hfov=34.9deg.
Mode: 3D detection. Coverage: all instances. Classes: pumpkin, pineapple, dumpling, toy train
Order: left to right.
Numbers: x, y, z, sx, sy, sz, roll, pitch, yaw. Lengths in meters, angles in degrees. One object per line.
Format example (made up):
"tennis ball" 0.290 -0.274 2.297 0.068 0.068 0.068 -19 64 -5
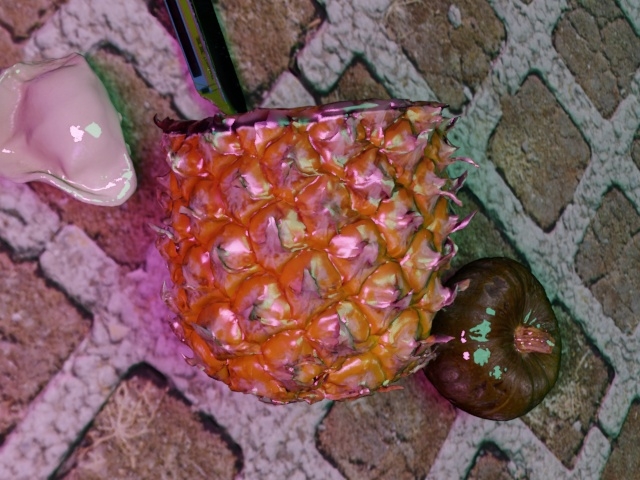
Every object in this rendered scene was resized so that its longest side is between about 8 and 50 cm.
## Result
"dumpling" -0.265 -0.103 1.018 0.134 0.100 0.169 -21 97 -23
"toy train" -0.140 -0.232 1.161 0.044 0.042 0.209 -34 108 -57
"pineapple" -0.002 0.000 1.061 0.352 0.352 0.300 -15 104 -38
"pumpkin" 0.235 0.136 1.344 0.219 0.162 0.219 7 80 -42
